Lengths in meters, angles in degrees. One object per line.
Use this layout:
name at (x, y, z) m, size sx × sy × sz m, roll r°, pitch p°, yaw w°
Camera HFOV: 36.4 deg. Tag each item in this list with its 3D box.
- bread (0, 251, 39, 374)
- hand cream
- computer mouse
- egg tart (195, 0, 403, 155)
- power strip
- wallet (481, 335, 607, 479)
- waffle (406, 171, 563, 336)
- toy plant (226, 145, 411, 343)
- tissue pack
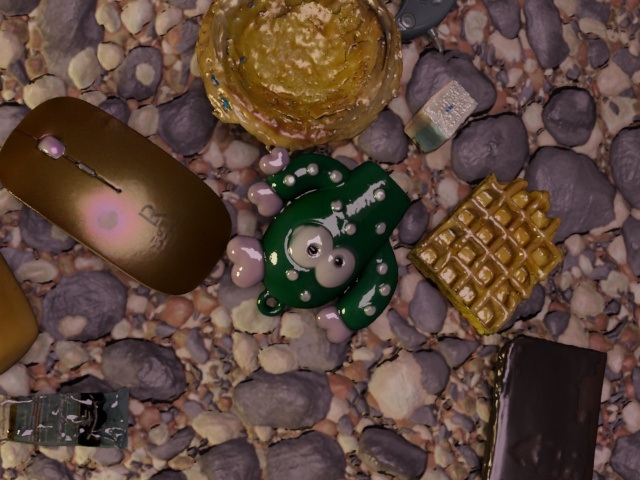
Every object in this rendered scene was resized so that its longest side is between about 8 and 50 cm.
bread at (-0.442, 0.068, 1.175) m, size 0.147 × 0.098 × 0.217 m, roll -35°, pitch 89°, yaw -11°
hand cream at (-0.362, 0.214, 1.200) m, size 0.248 × 0.052 × 0.075 m, roll 4°, pitch 104°, yaw -17°
computer mouse at (-0.261, -0.058, 1.244) m, size 0.310 × 0.072 × 0.158 m, roll 36°, pitch 75°, yaw -4°
egg tart at (-0.031, -0.234, 1.302) m, size 0.291 × 0.107 × 0.290 m, roll 3°, pitch 76°, yaw -10°
power strip at (0.132, -0.366, 1.383) m, size 0.137 × 0.044 × 0.216 m, roll -8°, pitch 83°, yaw -13°
wallet at (0.299, 0.290, 1.320) m, size 0.165 × 0.042 × 0.309 m, roll 11°, pitch 81°, yaw -12°
waffle at (0.248, 0.006, 1.345) m, size 0.211 × 0.055 × 0.160 m, roll -43°, pitch 91°, yaw -15°
toy plant at (0.002, 0.004, 1.260) m, size 0.233 × 0.112 × 0.243 m, roll 19°, pitch 97°, yaw -15°
tissue pack at (0.163, -0.167, 1.333) m, size 0.059 × 0.094 × 0.074 m, roll 44°, pitch 73°, yaw -1°
